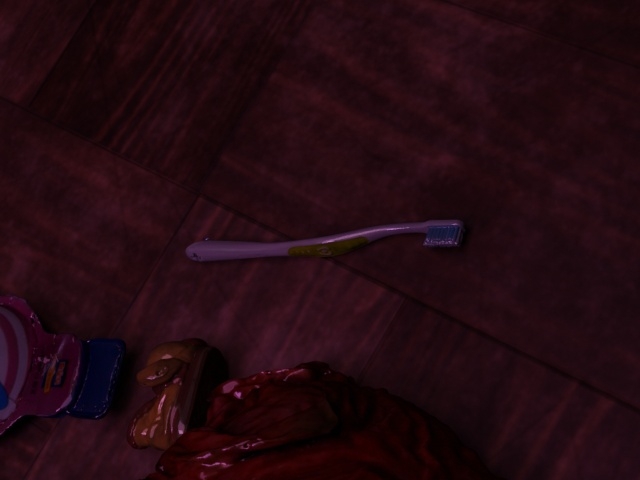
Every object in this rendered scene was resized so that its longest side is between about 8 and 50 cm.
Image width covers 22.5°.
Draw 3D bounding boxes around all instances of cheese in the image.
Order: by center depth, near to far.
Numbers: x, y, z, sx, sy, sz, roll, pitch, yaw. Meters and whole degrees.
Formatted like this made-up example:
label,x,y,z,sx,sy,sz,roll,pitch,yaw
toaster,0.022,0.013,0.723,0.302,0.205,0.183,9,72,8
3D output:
label,x,y,z,sx,sy,sz,roll,pitch,yaw
cheese,-0.281,0.118,1.427,0.244,0.062,0.155,0,65,29

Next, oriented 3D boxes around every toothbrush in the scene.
label,x,y,z,sx,sy,sz,roll,pitch,yaw
toothbrush,0.000,0.000,1.349,0.263,0.022,0.026,-3,54,28

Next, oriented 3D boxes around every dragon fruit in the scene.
label,x,y,z,sx,sy,sz,roll,pitch,yaw
dragon fruit,-0.032,0.218,1.185,0.240,0.302,0.330,-63,29,30

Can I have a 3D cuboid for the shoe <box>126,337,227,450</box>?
label,x,y,z,sx,sy,sz,roll,pitch,yaw
shoe,-0.121,0.126,1.325,0.069,0.072,0.109,-9,63,20
